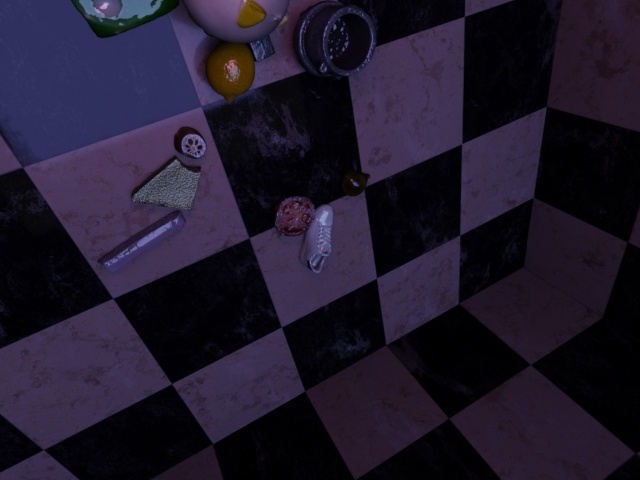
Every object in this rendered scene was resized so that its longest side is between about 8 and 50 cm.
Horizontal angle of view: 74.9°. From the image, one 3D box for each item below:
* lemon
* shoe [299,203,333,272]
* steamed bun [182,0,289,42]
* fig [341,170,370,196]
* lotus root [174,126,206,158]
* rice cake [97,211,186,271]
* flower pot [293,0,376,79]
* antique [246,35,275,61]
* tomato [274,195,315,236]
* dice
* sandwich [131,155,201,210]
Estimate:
[{"bbox_3d":[-0.332,-0.637,1.549,0.186,0.187,0.244,-5,110,-28],"label":"lemon"},{"bbox_3d":[0.000,0.000,2.163,0.131,0.160,0.363,4,117,-34],"label":"shoe"},{"bbox_3d":[-0.265,-0.784,1.303,0.374,0.333,0.334,-53,154,-57],"label":"steamed bun"},{"bbox_3d":[0.196,-0.300,2.118,0.184,0.126,0.133,-20,114,-14],"label":"fig"},{"bbox_3d":[-0.518,-0.390,1.671,0.122,0.081,0.112,21,99,-38],"label":"lotus root"},{"bbox_3d":[-0.754,0.007,1.782,0.399,0.064,0.070,-34,136,-8],"label":"rice cake"},{"bbox_3d":[0.046,-0.764,1.637,0.299,0.283,0.299,-17,125,-26],"label":"flower pot"},{"bbox_3d":[-0.251,-0.782,1.571,0.086,0.088,0.183,-31,130,-12],"label":"antique"},{"bbox_3d":[-0.137,-0.131,2.049,0.225,0.085,0.225,-13,121,-23],"label":"tomato"},{"bbox_3d":[-0.609,-0.792,1.218,0.287,0.297,0.300,-30,130,-7],"label":"dice"},{"bbox_3d":[-0.625,-0.245,1.708,0.245,0.063,0.212,8,111,-35],"label":"sandwich"}]
